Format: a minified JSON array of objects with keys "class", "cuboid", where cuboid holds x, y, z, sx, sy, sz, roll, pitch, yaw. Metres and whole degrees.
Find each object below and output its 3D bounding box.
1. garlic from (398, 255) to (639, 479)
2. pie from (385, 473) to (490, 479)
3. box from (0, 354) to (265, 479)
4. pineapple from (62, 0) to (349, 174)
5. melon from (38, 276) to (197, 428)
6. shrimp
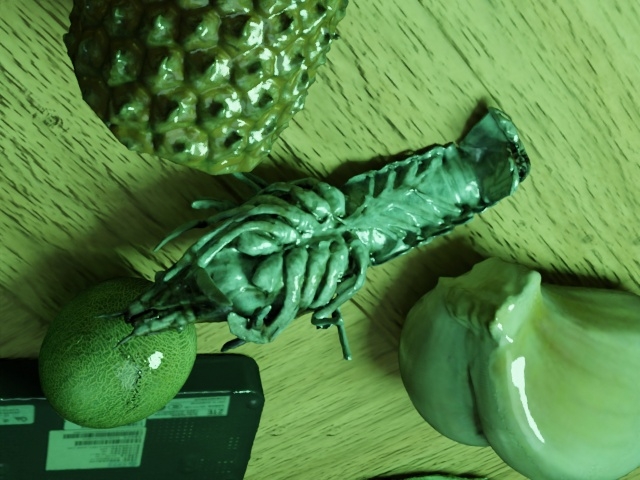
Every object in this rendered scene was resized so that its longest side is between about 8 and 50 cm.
[{"class":"garlic","cuboid":[0.242,0.128,1.709,0.340,0.231,0.246,-3,98,-36]},{"class":"pie","cuboid":[0.120,0.373,2.025,0.277,0.078,0.277,-6,145,-4]},{"class":"box","cuboid":[-0.244,0.206,1.733,0.350,0.058,0.211,-2,139,-14]},{"class":"pineapple","cuboid":[-0.040,-0.223,1.179,0.202,0.202,0.362,19,121,-33]},{"class":"melon","cuboid":[-0.194,0.107,1.560,0.139,0.139,0.192,24,133,-36]},{"class":"shrimp","cuboid":[-0.003,0.002,1.470,0.410,0.221,0.166,-21,171,-17]}]
